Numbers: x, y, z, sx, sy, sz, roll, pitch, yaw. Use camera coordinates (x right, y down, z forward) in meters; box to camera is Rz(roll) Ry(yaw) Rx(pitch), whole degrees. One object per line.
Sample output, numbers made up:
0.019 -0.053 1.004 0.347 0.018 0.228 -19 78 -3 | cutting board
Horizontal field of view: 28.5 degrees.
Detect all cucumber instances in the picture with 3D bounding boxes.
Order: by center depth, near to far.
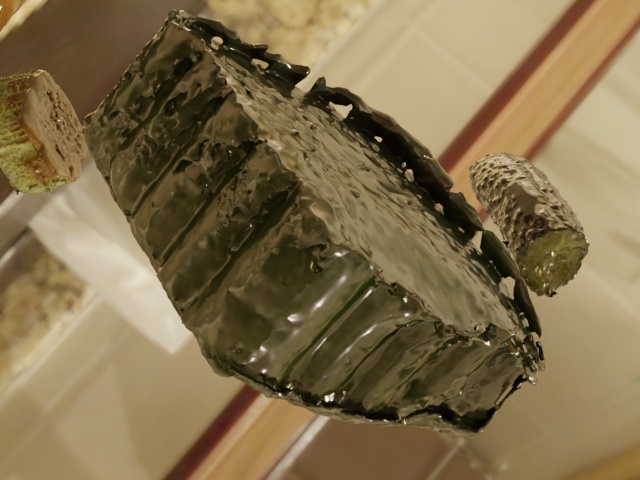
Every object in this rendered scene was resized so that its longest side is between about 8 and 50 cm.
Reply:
0.203 -0.038 1.282 0.303 0.072 0.081 -101 -148 -67 | cucumber

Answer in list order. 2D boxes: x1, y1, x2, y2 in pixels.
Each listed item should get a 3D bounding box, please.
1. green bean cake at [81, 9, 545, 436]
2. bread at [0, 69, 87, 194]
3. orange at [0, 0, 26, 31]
0.000 0.000 0.767 0.132 0.255 0.241 -47 141 16 | green bean cake
-0.323 -0.116 1.420 0.069 0.140 0.128 -11 -136 13 | bread
-0.261 -0.189 0.838 0.157 0.134 0.156 -25 -137 26 | orange
